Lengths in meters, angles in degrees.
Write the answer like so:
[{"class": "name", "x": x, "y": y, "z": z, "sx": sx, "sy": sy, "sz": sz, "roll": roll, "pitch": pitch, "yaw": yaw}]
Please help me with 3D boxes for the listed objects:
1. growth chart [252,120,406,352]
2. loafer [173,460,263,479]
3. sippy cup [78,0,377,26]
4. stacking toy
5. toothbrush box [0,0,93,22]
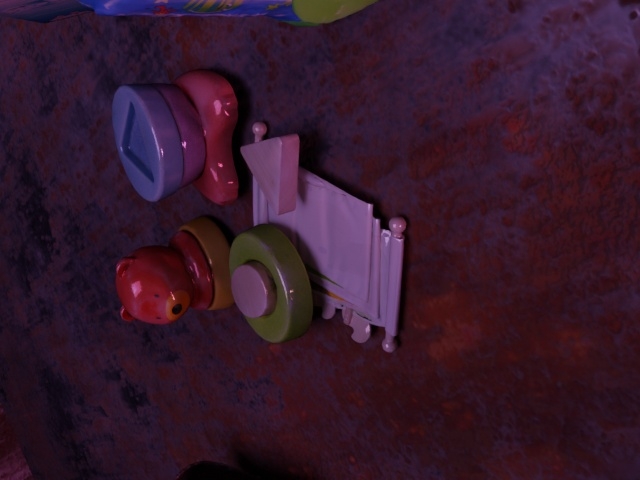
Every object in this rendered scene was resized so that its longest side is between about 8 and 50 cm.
[{"class": "growth chart", "x": 0.000, "y": 0.000, "z": 0.801, "sx": 0.237, "sy": 0.021, "sz": 0.172, "roll": 35, "pitch": 133, "yaw": 34}, {"class": "loafer", "x": -0.051, "y": 0.352, "z": 0.977, "sx": 0.366, "sy": 0.134, "sz": 0.130, "roll": 15, "pitch": 116, "yaw": 35}, {"class": "sippy cup", "x": -0.093, "y": -0.273, "z": 0.604, "sx": 0.305, "sy": 0.224, "sz": 0.240, "roll": 5, "pitch": 113, "yaw": 48}, {"class": "stacking toy", "x": -0.142, "y": -0.016, "z": 0.849, "sx": 0.279, "sy": 0.130, "sz": 0.309, "roll": 28, "pitch": 129, "yaw": 49}, {"class": "toothbrush box", "x": -0.295, "y": -0.341, "z": 0.766, "sx": 0.295, "sy": 0.126, "sz": 0.216, "roll": -91, "pitch": -13, "yaw": -78}]
